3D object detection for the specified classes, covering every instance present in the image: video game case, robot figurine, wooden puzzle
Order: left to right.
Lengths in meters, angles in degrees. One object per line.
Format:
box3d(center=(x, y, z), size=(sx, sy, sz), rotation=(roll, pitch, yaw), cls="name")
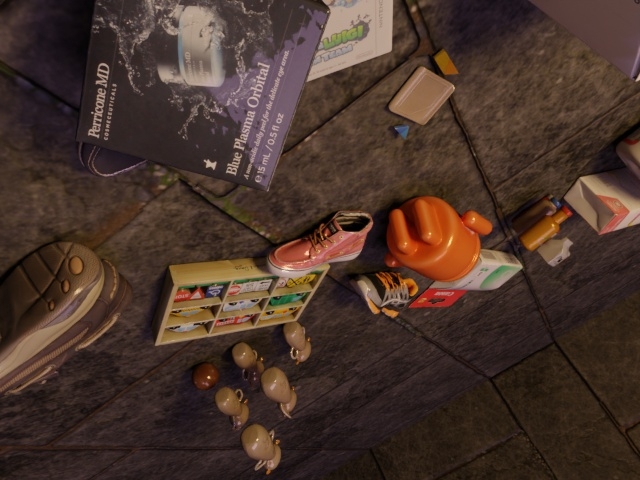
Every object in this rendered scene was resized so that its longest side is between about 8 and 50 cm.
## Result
box3d(center=(0.000, -0.227, 0.500), size=(0.157, 0.019, 0.143), rotation=(-22, 147, -8), cls="video game case")
box3d(center=(0.132, -0.189, 0.659), size=(0.079, 0.014, 0.116), rotation=(19, 125, -44), cls="wooden puzzle")
box3d(center=(0.196, 0.002, 0.871), size=(0.219, 0.128, 0.158), rotation=(25, 100, -51), cls="robot figurine")

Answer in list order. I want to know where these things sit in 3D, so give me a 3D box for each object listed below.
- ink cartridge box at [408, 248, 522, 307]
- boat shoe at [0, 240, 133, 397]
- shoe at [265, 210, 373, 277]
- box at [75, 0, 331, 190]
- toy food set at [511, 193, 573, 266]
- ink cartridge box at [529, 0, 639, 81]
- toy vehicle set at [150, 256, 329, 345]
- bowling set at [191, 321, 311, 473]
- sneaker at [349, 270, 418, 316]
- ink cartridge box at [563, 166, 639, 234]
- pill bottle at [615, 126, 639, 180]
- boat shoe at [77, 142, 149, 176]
box3d(center=(0.346, 0.110, 1.205), size=(0.181, 0.056, 0.224), rotation=(6, 133, -41), cls="ink cartridge box")
box3d(center=(-0.387, 0.144, 0.632), size=(0.355, 0.132, 0.130), rotation=(-32, 147, 8), cls="boat shoe")
box3d(center=(0.000, 0.000, 0.785), size=(0.178, 0.063, 0.081), rotation=(-13, 144, -32), cls="shoe")
box3d(center=(-0.095, -0.142, 0.406), size=(0.158, 0.093, 0.156), rotation=(14, 119, -16), cls="box")
box3d(center=(0.484, -0.027, 1.056), size=(0.104, 0.111, 0.232), rotation=(-44, 142, 24), cls="toy food set")
box3d(center=(0.361, -0.307, 0.479), size=(0.283, 0.207, 0.117), rotation=(-27, 146, -1), cls="ink cartridge box")
box3d(center=(-0.132, 0.094, 0.839), size=(0.267, 0.035, 0.166), rotation=(-5, 141, -32), cls="toy vehicle set")
box3d(center=(-0.142, 0.292, 1.021), size=(0.200, 0.287, 0.154), rotation=(10, 146, 21), cls="bowling set")
box3d(center=(0.128, 0.094, 1.000), size=(0.083, 0.084, 0.215), rotation=(-41, 155, 14), cls="sneaker")
box3d(center=(0.644, -0.091, 1.081), size=(0.198, 0.115, 0.067), rotation=(-12, 144, -22), cls="ink cartridge box")
box3d(center=(0.725, -0.211, 0.929), size=(0.283, 0.161, 0.161), rotation=(-42, 145, 22), cls="pill bottle")
box3d(center=(-0.152, -0.119, 0.496), size=(0.206, 0.065, 0.075), rotation=(-32, 148, 7), cls="boat shoe")
